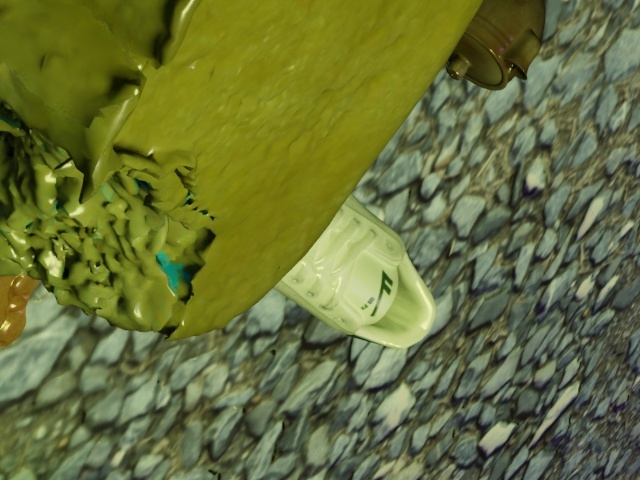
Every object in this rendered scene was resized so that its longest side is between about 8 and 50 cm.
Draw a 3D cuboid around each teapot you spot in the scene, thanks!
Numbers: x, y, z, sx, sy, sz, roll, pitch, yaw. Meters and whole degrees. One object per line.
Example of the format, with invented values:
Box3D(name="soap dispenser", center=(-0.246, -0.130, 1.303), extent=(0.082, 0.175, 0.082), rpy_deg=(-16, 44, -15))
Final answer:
Box3D(name="teapot", center=(0.109, -0.151, 1.020), extent=(0.080, 0.085, 0.110), rpy_deg=(-50, 131, -15))

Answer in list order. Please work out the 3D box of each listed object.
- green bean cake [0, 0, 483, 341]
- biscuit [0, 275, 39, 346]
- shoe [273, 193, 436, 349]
Box3D(name="green bean cake", center=(-0.089, -0.097, 0.628), extent=(0.285, 0.202, 0.310), rpy_deg=(-54, 164, 14))
Box3D(name="biscuit", center=(-0.213, 0.037, 0.759), extent=(0.133, 0.027, 0.184), rpy_deg=(-53, 151, -11))
Box3D(name="shoe", center=(0.000, 0.000, 0.967), extent=(0.095, 0.110, 0.265), rpy_deg=(-55, 154, -1))
